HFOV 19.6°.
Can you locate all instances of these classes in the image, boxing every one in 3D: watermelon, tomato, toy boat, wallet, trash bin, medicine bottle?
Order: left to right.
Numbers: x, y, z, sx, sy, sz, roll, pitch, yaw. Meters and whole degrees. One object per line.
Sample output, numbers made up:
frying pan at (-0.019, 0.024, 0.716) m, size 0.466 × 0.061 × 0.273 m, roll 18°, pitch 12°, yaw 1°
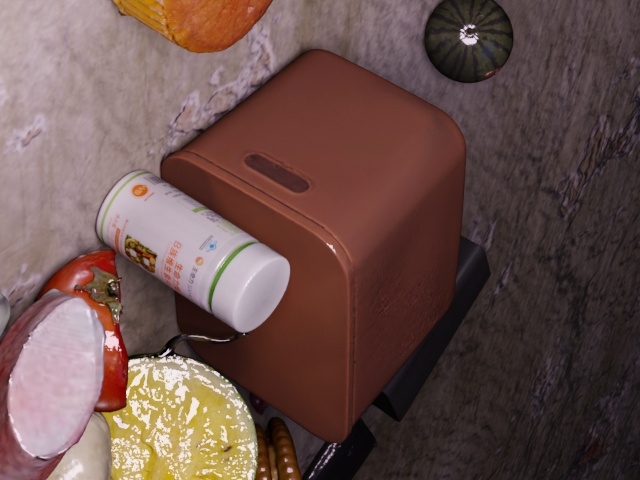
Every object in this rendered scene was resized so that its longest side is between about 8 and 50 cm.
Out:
toy boat at (-0.292, 0.159, 1.720) m, size 0.282 × 0.096 × 0.206 m, roll -39°, pitch -143°, yaw 53°
tomato at (-0.233, 0.090, 1.786) m, size 0.091 × 0.159 × 0.139 m, roll -6°, pitch 144°, yaw -9°
watermelon at (-0.171, 0.218, 1.981) m, size 0.127 × 0.204 × 0.232 m, roll 151°, pitch -65°, yaw -84°
medicine bottle at (-0.125, 0.009, 1.803) m, size 0.086 × 0.183 × 0.086 m, roll -42°, pitch 150°, yaw -31°
wallet at (-0.017, 0.372, 2.619) m, size 0.285 × 0.030 × 0.146 m, roll -54°, pitch 159°, yaw -12°
trash bin at (0.088, 0.082, 2.317) m, size 0.225 × 0.165 × 0.115 m, roll -54°, pitch 155°, yaw -13°
watermelon at (0.173, -0.238, 2.157) m, size 0.105 × 0.105 × 0.133 m, roll -57°, pitch 176°, yaw -3°

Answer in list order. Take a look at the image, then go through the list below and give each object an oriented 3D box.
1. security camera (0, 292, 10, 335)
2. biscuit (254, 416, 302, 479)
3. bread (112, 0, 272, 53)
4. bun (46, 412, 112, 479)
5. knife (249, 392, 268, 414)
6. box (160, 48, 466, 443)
security camera at (-0.375, 0.158, 1.650) m, size 0.301 × 0.080 × 0.157 m, roll -60°, pitch 174°, yaw 31°
biscuit at (-0.060, 0.330, 2.314) m, size 0.066 × 0.220 × 0.220 m, roll -5°, pitch 137°, yaw -8°
bread at (-0.095, -0.264, 1.638) m, size 0.199 × 0.104 × 0.199 m, roll -40°, pitch 149°, yaw -30°
bun at (-0.292, 0.249, 1.824) m, size 0.222 × 0.128 × 0.222 m, roll -162°, pitch -90°, yaw -72°
knife at (-0.018, 0.143, 2.211) m, size 0.123 × 0.053 × 0.278 m, roll -53°, pitch -169°, yaw -34°
box at (0.000, 0.000, 1.971) m, size 0.229 × 0.239 × 0.339 m, roll -45°, pitch 152°, yaw -32°
